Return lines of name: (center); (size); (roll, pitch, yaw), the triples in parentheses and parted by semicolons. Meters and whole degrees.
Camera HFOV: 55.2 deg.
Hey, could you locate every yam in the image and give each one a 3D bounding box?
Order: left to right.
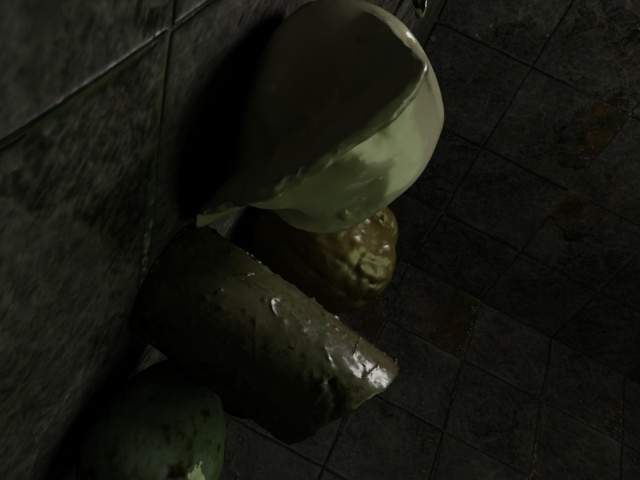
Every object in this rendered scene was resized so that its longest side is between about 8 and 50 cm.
yam: (-0.069, 0.123, 0.740); (0.168, 0.304, 0.168); (-53, 180, 0)

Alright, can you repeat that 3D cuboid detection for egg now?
egg: (-0.197, 0.247, 0.741); (0.169, 0.169, 0.231); (113, -6, -48)

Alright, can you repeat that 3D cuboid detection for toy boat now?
toy boat: (0.254, -0.619, 1.466); (0.185, 0.071, 0.089); (-61, 176, -10)

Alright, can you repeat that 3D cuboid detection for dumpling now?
dumpling: (-0.022, -0.122, 0.708); (0.315, 0.233, 0.395); (-32, -168, 2)

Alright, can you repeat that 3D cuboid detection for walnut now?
walnut: (0.000, 0.000, 1.053); (0.283, 0.282, 0.228); (113, -23, -48)

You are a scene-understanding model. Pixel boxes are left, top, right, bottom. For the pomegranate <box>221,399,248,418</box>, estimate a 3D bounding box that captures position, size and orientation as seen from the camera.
pomegranate: (-0.109, 0.197, 1.077); (0.231, 0.230, 0.286); (-62, 176, -8)
